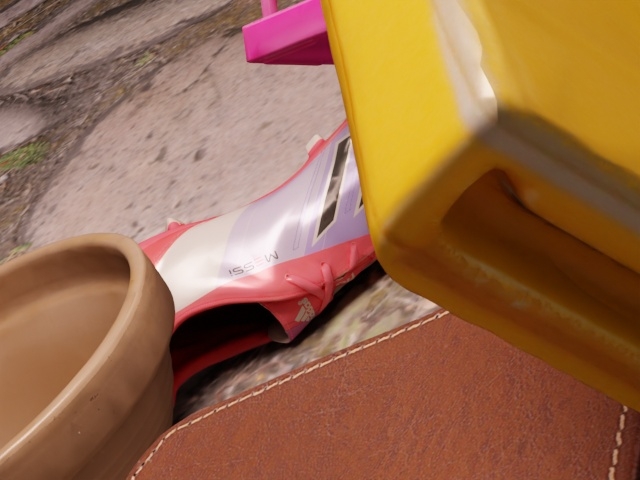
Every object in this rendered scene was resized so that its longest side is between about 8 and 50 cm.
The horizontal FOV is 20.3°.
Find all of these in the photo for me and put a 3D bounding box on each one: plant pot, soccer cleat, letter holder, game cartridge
[{"bbox_3d":[-0.153,0.111,0.852,0.237,0.110,0.237,-28,22,12],"label":"plant pot"},{"bbox_3d":[0.000,0.000,0.937,0.248,0.083,0.095,-28,53,0],"label":"soccer cleat"},{"bbox_3d":[0.018,0.166,0.452,0.214,0.152,0.302,-23,24,29],"label":"letter holder"},{"bbox_3d":[0.110,-0.048,0.516,0.052,0.285,0.323,-49,29,24],"label":"game cartridge"}]

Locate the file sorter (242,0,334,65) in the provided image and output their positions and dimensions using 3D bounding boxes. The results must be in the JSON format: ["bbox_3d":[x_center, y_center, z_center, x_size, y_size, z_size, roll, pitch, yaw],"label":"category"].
[{"bbox_3d":[0.119,-0.203,0.836,0.202,0.182,0.291,-3,-8,-43],"label":"file sorter"}]
